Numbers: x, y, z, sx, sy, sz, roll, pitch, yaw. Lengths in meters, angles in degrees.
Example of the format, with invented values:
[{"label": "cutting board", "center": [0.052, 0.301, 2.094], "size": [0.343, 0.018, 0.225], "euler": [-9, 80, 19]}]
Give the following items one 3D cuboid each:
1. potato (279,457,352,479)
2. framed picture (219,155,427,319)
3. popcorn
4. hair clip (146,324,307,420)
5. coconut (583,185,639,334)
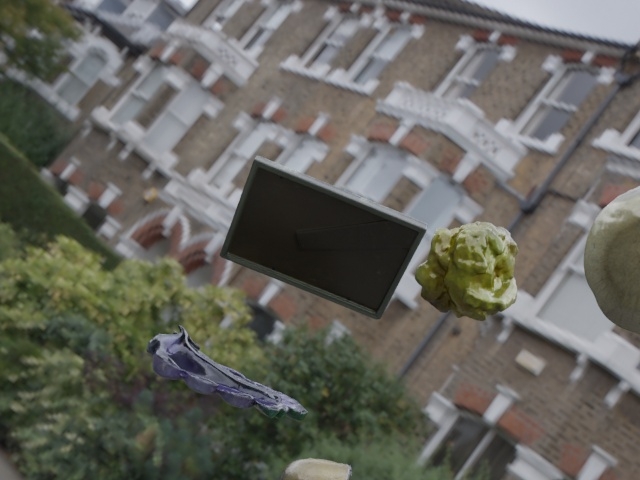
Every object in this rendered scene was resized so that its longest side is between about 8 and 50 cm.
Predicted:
[{"label": "potato", "center": [-0.032, 0.516, 2.215], "size": [0.117, 0.202, 0.182], "euler": [32, -50, -5]}, {"label": "framed picture", "center": [0.000, 0.000, 1.195], "size": [0.203, 0.015, 0.150], "euler": [21, -51, -2]}, {"label": "popcorn", "center": [0.272, 0.054, 1.919], "size": [0.155, 0.198, 0.197], "euler": [6, -30, 43]}, {"label": "hair clip", "center": [-0.103, 0.151, 1.204], "size": [0.195, 0.052, 0.124], "euler": [26, 7, -8]}, {"label": "coconut", "center": [0.406, 0.021, 1.185], "size": [0.224, 0.224, 0.224], "euler": [37, -11, 8]}]
